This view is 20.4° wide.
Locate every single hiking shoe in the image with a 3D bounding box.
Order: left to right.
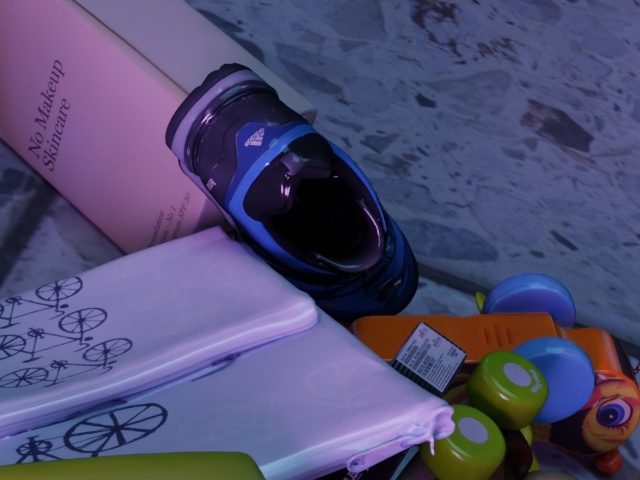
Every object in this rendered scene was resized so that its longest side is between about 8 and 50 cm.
[{"bbox_3d":[0.000,0.000,1.292,0.132,0.113,0.304,43,1,39],"label":"hiking shoe"}]

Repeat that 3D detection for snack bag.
[{"bbox_3d":[-0.134,0.093,1.065,0.323,0.037,0.342,-18,24,-18],"label":"snack bag"}]

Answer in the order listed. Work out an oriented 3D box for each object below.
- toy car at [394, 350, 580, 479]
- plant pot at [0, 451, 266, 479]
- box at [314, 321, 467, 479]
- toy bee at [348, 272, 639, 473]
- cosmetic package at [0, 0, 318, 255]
[{"bbox_3d":[0.135,0.197,1.163,0.188,0.155,0.149,36,36,9],"label":"toy car"},{"bbox_3d":[-0.108,0.247,0.821,0.227,0.228,0.207,-4,20,-22],"label":"plant pot"},{"bbox_3d":[0.006,0.164,1.101,0.045,0.184,0.191,36,36,3],"label":"box"},{"bbox_3d":[0.173,0.118,1.317,0.298,0.162,0.195,4,39,18],"label":"toy bee"},{"bbox_3d":[-0.162,-0.118,1.419,0.309,0.160,0.113,39,38,25],"label":"cosmetic package"}]
